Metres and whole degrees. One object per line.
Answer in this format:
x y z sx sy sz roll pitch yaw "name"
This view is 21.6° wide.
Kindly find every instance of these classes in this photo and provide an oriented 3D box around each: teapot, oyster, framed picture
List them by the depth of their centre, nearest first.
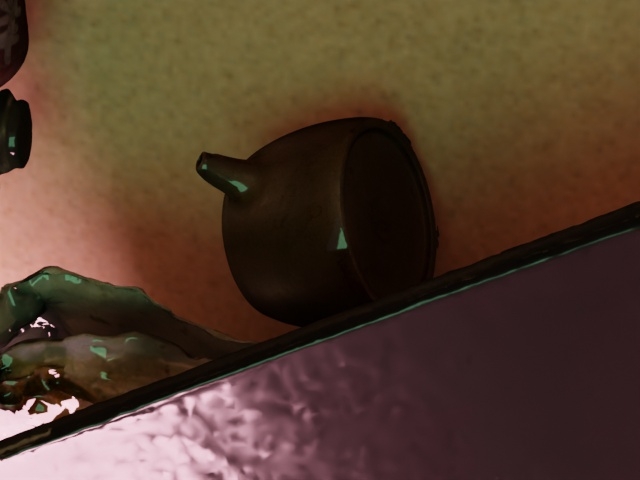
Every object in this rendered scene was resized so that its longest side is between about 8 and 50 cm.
0.053 0.145 0.618 0.255 0.014 0.338 -21 129 5 "framed picture"
0.000 0.000 0.619 0.068 0.076 0.121 -9 145 30 "teapot"
-0.030 0.103 0.649 0.268 0.112 0.198 31 123 -19 "oyster"

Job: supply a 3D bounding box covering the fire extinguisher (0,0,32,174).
-0.151 -0.092 0.584 0.075 0.106 0.252 11 120 21 "fire extinguisher"
